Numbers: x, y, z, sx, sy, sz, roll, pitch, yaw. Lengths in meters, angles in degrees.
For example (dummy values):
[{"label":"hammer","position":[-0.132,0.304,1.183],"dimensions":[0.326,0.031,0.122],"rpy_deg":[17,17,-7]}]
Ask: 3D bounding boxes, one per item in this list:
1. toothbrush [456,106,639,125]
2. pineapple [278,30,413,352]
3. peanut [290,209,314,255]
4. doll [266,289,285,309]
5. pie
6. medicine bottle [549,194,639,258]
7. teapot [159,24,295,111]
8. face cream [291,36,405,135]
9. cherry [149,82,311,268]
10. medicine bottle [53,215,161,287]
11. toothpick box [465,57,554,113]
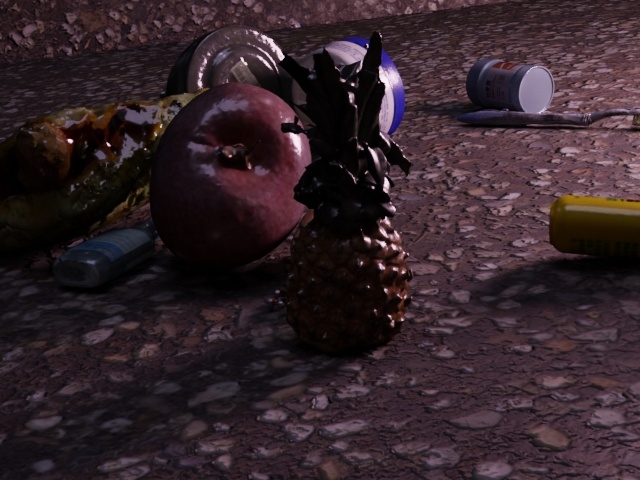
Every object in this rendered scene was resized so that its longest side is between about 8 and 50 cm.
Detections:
[{"label":"toothbrush","position":[0.449,-0.229,2.156],"dimensions":[0.413,0.042,0.035],"rpy_deg":[4,-15,29]},{"label":"pineapple","position":[0.034,-0.058,1.307],"dimensions":[0.166,0.364,0.165],"rpy_deg":[0,19,0]},{"label":"peanut","position":[0.000,0.000,1.582],"dimensions":[0.076,0.076,0.152],"rpy_deg":[-1,23,16]},{"label":"doll","position":[-0.012,0.067,1.449],"dimensions":[0.114,0.039,0.057],"rpy_deg":[-13,-17,20]},{"label":"pie","position":[-0.346,-0.110,1.824],"dimensions":[0.418,0.180,0.395],"rpy_deg":[-19,-2,-42]},{"label":"medicine bottle","position":[0.447,-0.010,1.465],"dimensions":[0.309,0.076,0.111],"rpy_deg":[5,-8,13]},{"label":"teapot","position":[-0.165,-0.300,2.267],"dimensions":[0.322,0.239,0.239],"rpy_deg":[-24,12,-29]},{"label":"face cream","position":[0.046,-0.264,2.123],"dimensions":[0.206,0.206,0.111],"rpy_deg":[11,29,40]},{"label":"cherry","position":[-0.135,-0.082,1.613],"dimensions":[0.221,0.261,0.307],"rpy_deg":[25,-21,-21]},{"label":"medicine bottle","position":[-0.294,0.013,1.669],"dimensions":[0.090,0.053,0.208],"rpy_deg":[2,19,27]},{"label":"toothpick box","position":[0.379,-0.309,2.305],"dimensions":[0.101,0.101,0.153],"rpy_deg":[-19,23,-32]}]
